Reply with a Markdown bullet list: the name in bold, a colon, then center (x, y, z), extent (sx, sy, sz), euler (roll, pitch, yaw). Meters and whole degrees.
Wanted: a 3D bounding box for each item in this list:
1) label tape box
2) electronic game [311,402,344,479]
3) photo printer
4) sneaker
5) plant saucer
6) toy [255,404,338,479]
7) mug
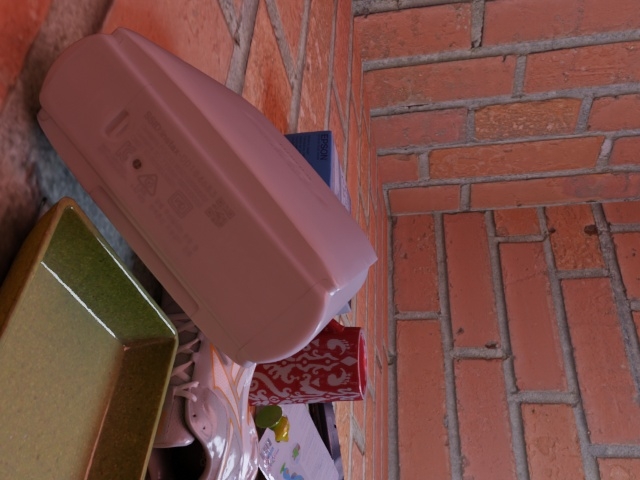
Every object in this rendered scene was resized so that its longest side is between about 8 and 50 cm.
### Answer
- **label tape box**: center (0.000, 0.000, 1.076), extent (0.347, 0.115, 0.249), euler (63, 25, -60)
- **electronic game**: center (0.005, 0.361, 1.082), extent (0.229, 0.048, 0.229), euler (171, -90, -85)
- **photo printer**: center (-0.063, -0.035, 0.517), extent (0.256, 0.107, 0.307), euler (50, 10, 6)
- **sneaker**: center (-0.114, 0.128, 0.525), extent (0.121, 0.099, 0.262), euler (-4, 88, -72)
- **plant saucer**: center (-0.167, 0.100, 0.377), extent (0.188, 0.045, 0.188), euler (73, 19, -51)
- **toy**: center (-0.046, 0.342, 0.878), extent (0.137, 0.056, 0.237), euler (-58, 139, -47)
- **mug**: center (-0.030, 0.147, 0.735), extent (0.113, 0.169, 0.150), euler (-78, 162, -51)
